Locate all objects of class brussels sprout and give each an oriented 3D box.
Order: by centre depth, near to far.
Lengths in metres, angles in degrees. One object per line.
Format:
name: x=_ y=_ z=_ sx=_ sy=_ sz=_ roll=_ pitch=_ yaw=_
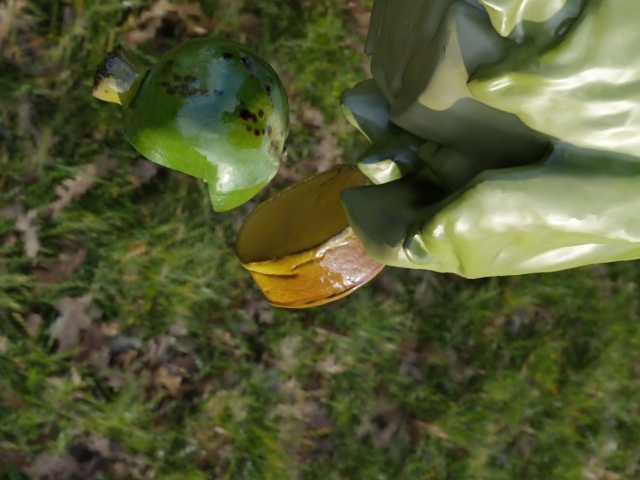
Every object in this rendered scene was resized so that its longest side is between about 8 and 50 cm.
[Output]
brussels sprout: x=0.229 y=-0.155 z=0.909 sx=0.342 sy=0.361 sz=0.425 roll=-100 pitch=-154 yaw=-56

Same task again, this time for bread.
bread: x=0.000 y=0.000 z=1.886 sx=0.142 sy=0.270 sz=0.195 roll=48 pitch=37 yaw=-35

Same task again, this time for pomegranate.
pomegranate: x=-0.096 y=-0.114 z=1.025 sx=0.169 sy=0.122 sz=0.143 roll=45 pitch=37 yaw=-13
